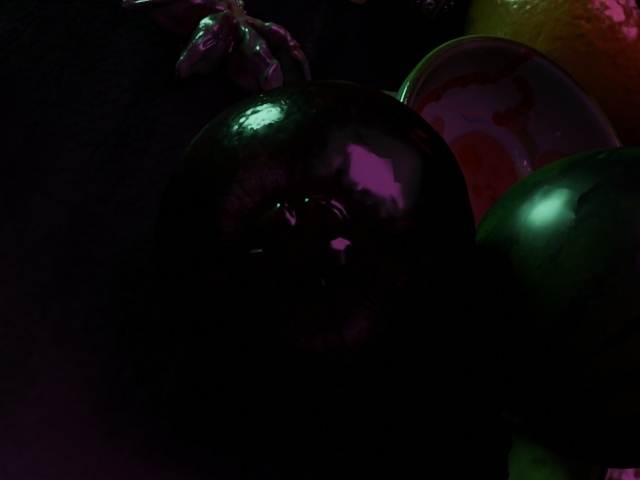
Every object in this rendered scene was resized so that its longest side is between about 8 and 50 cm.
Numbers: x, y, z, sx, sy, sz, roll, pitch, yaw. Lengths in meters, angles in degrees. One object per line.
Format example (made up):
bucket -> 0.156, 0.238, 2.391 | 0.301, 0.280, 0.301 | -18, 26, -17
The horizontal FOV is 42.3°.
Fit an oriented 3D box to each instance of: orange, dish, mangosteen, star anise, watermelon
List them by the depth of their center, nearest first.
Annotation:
mangosteen -> 0.000, 0.000, 0.604 | 0.228, 0.228, 0.265 | 47, 7, 2
watermelon -> 0.220, 0.049, 0.617 | 0.242, 0.242, 0.242 | 25, 42, -24
star anise -> -0.098, -0.210, 0.820 | 0.171, 0.063, 0.208 | -21, 72, -49
dish -> 0.172, -0.033, 0.836 | 0.324, 0.124, 0.324 | 10, 70, -30
orange -> 0.339, -0.258, 1.078 | 0.312, 0.312, 0.312 | 25, 42, -24

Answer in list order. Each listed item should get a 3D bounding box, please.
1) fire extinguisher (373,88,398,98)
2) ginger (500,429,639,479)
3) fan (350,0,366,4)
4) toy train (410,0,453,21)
fire extinguisher -> 0.116, -0.129, 0.915 | 0.231, 0.099, 0.071 | -3, 84, -43
ginger -> 0.276, 0.190, 0.738 | 0.267, 0.138, 0.152 | -21, 66, -45
fan -> 0.010, -0.412, 1.150 | 0.152, 0.008, 0.227 | 30, 40, -15
toy train -> 0.119, -0.426, 1.231 | 0.085, 0.053, 0.250 | -10, 63, -38
